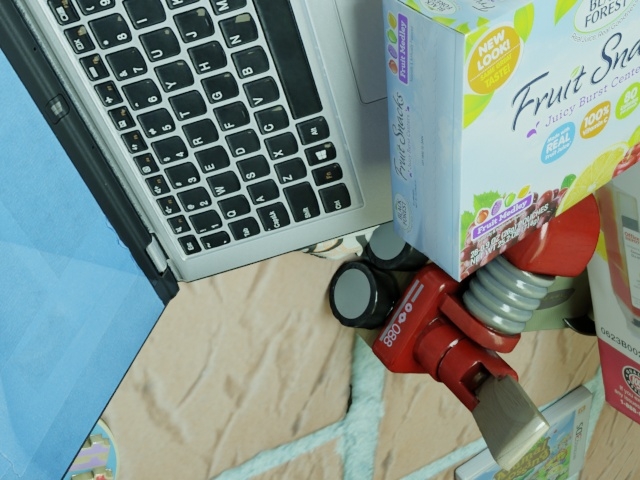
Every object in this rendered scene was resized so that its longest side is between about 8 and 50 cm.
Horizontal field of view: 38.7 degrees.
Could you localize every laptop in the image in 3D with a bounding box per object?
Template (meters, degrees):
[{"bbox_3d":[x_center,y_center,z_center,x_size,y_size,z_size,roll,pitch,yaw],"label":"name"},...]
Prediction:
[{"bbox_3d":[-0.078,-0.028,0.461,0.408,0.236,0.382,-17,139,3],"label":"laptop"}]

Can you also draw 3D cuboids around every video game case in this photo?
[{"bbox_3d":[0.273,0.307,1.225,0.212,0.023,0.193,-29,138,-16],"label":"video game case"}]

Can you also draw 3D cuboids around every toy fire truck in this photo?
[{"bbox_3d":[0.134,0.046,0.706,0.158,0.246,0.217,9,119,-44],"label":"toy fire truck"}]

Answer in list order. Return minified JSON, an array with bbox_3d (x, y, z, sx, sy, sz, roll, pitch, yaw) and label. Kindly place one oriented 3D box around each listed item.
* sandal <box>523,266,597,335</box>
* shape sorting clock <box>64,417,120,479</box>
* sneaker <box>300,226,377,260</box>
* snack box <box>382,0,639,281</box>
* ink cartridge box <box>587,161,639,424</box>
[{"bbox_3d":[0.319,0.063,0.995,0.303,0.086,0.120,-12,131,-32],"label":"sandal"},{"bbox_3d":[-0.251,0.196,0.687,0.206,0.040,0.206,-22,136,-23],"label":"shape sorting clock"},{"bbox_3d":[0.000,0.000,0.718,0.109,0.040,0.043,-6,130,-35],"label":"sneaker"},{"bbox_3d":[0.137,-0.099,0.548,0.207,0.070,0.174,-31,138,-24],"label":"snack box"},{"bbox_3d":[0.376,0.023,0.790,0.160,0.279,0.384,-26,120,-17],"label":"ink cartridge box"}]
